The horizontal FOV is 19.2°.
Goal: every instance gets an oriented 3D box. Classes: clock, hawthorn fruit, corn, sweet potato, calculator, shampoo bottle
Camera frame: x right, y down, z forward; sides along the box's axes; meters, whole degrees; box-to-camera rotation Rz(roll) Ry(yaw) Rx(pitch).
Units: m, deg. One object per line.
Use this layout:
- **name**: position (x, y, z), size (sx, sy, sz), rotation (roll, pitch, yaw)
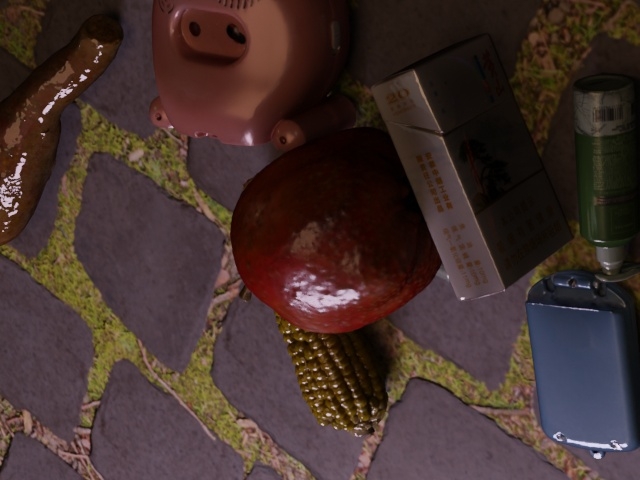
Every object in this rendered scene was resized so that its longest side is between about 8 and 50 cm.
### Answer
- **clock**: position (-0.084, -0.226, 1.997), size (0.227, 0.142, 0.241), rotation (13, 114, 33)
- **hawthorn fruit**: position (0.000, 0.000, 1.922), size (0.253, 0.205, 0.205), rotation (-26, 93, 30)
- **corn**: position (-0.007, 0.072, 2.107), size (0.097, 0.097, 0.320), rotation (-14, 99, 41)
- **sweet potato**: position (-0.350, -0.132, 2.274), size (0.109, 0.109, 0.385), rotation (43, 125, 14)
- **calculator**: position (0.273, 0.130, 1.948), size (0.121, 0.039, 0.210), rotation (5, 114, 38)
- **shampoo bottle**: position (0.282, -0.057, 1.842), size (0.065, 0.065, 0.204), rotation (9, 116, 35)

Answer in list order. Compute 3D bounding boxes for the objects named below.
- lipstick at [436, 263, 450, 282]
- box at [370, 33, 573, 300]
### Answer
- **lipstick**: position (0.103, 0.007, 2.017), size (0.186, 0.057, 0.063), rotation (24, 116, 21)
- **box**: position (0.151, -0.075, 1.874), size (0.067, 0.149, 0.233), rotation (-18, 99, 37)
